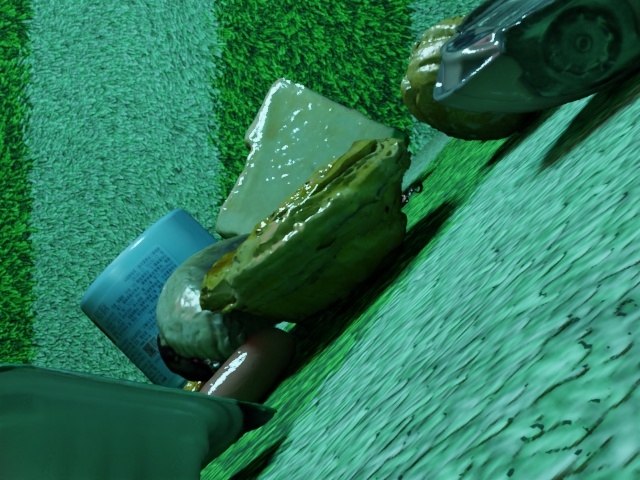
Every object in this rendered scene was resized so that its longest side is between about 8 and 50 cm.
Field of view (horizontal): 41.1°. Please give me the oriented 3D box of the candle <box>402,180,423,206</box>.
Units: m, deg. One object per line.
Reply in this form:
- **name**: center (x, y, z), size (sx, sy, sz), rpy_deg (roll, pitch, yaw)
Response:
- **candle**: center (0.136, -0.056, 1.604), size (0.026, 0.021, 0.167), rpy_deg (-17, -21, -46)

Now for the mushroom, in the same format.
- **mushroom**: center (-0.114, 0.078, 1.281), size (0.248, 0.129, 0.344), rpy_deg (3, 25, 30)

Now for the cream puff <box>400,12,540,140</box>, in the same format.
- **cream puff**: center (0.198, -0.207, 1.054), size (0.189, 0.189, 0.129), rpy_deg (138, 146, -64)

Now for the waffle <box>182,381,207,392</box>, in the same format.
- **waffle**: center (-0.164, 0.226, 1.383), size (0.283, 0.065, 0.309), rpy_deg (-44, 5, 16)

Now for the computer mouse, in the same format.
- **computer mouse**: center (0.274, -0.221, 0.766), size (0.389, 0.115, 0.199), rpy_deg (-33, 19, 4)

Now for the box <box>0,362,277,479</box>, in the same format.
- **box**: center (-0.225, 0.233, 0.698), size (0.337, 0.264, 0.106), rpy_deg (-44, 44, 37)

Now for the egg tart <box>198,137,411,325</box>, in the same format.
- **egg tart**: center (0.000, 0.000, 1.093), size (0.352, 0.150, 0.352), rpy_deg (-38, 6, 4)

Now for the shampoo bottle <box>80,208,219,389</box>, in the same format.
- **shampoo bottle**: center (-0.309, 0.153, 1.920), size (0.331, 0.343, 0.331), rpy_deg (-46, 2, 2)

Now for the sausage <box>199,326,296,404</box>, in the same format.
- **sausage**: center (-0.090, 0.165, 0.998), size (0.154, 0.062, 0.062), rpy_deg (-47, 2, -31)

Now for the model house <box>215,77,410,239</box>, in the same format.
- **model house**: center (-0.010, -0.094, 1.894), size (0.382, 0.335, 0.342), rpy_deg (-61, -17, -7)
